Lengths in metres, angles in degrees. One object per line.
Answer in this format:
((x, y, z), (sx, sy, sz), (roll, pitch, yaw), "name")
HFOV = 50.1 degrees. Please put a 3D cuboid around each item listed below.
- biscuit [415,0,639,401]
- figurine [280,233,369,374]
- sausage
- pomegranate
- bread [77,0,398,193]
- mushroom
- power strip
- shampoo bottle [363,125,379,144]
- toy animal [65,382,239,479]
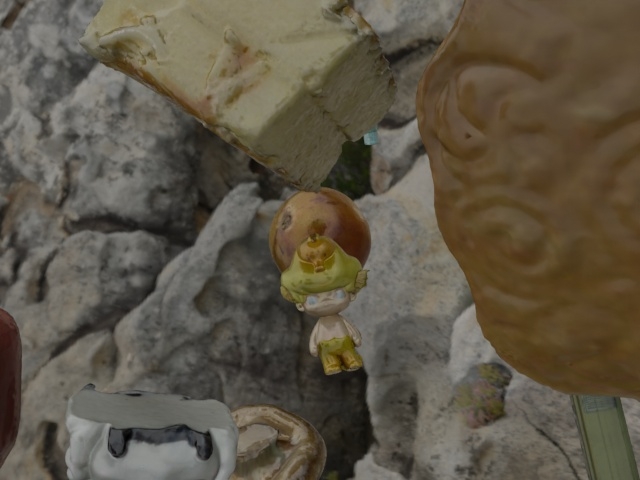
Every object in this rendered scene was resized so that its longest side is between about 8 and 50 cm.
((0.228, -0.037, 0.375), (0.365, 0.385, 0.062), (5, 36, 31), "biscuit")
((0.014, 0.104, 1.175), (0.156, 0.131, 0.246), (-9, 76, -2), "figurine")
((-0.500, 0.216, 0.955), (0.152, 0.152, 0.279), (10, 96, 43), "sausage")
((0.000, 0.000, 1.689), (0.264, 0.264, 0.264), (-18, 60, 34), "pomegranate")
((-0.106, -0.288, 1.107), (0.390, 0.371, 0.279), (35, 95, 12), "bread")
((-0.127, 0.396, 1.209), (0.278, 0.146, 0.278), (-5, 30, 3), "mushroom")
((0.367, 0.271, 0.890), (0.066, 0.092, 0.387), (-14, 91, 13), "power strip")
((0.107, -0.318, 1.600), (0.041, 0.190, 0.069), (-12, 19, -6), "shampoo bottle")
((-0.215, 0.276, 0.850), (0.204, 0.208, 0.155), (-155, 74, -68), "toy animal")
